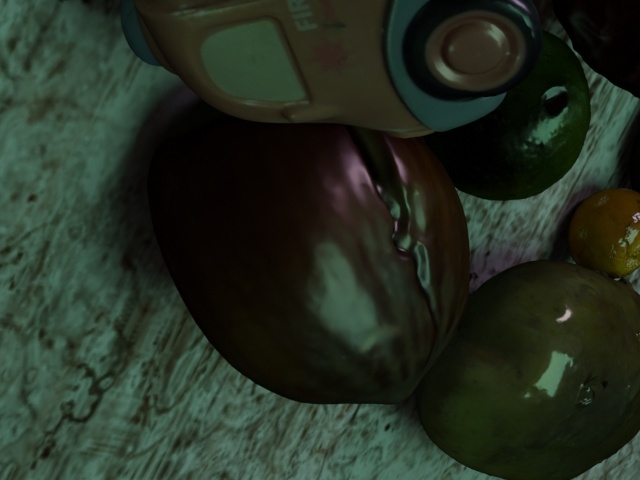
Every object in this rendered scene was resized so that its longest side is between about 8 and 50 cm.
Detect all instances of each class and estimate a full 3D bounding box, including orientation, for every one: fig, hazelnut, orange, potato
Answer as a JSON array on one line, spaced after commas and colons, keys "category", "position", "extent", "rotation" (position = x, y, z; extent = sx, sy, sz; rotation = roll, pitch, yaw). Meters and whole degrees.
[{"category": "fig", "position": [0.134, -0.082, 1.269], "extent": [0.123, 0.123, 0.156], "rotation": [-54, 161, -10]}, {"category": "hazelnut", "position": [0.002, -0.002, 1.090], "extent": [0.212, 0.181, 0.181], "rotation": [-18, 128, -44]}, {"category": "orange", "position": [0.250, -0.007, 1.501], "extent": [0.083, 0.070, 0.083], "rotation": [-26, 140, -25]}, {"category": "potato", "position": [0.198, 0.113, 1.460], "extent": [0.296, 0.141, 0.192], "rotation": [12, 109, -57]}]

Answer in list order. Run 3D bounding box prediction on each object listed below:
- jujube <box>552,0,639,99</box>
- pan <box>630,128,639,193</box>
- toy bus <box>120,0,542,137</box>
[{"category": "jujube", "position": [0.316, -0.226, 1.181], "extent": [0.258, 0.258, 0.376], "rotation": [-41, -176, -26]}, {"category": "pan", "position": [0.342, -0.096, 1.572], "extent": [0.202, 0.048, 0.128], "rotation": [-29, 136, -36]}, {"category": "toy bus", "position": [-0.015, -0.182, 0.916], "extent": [0.232, 0.194, 0.288], "rotation": [-14, 132, 9]}]
